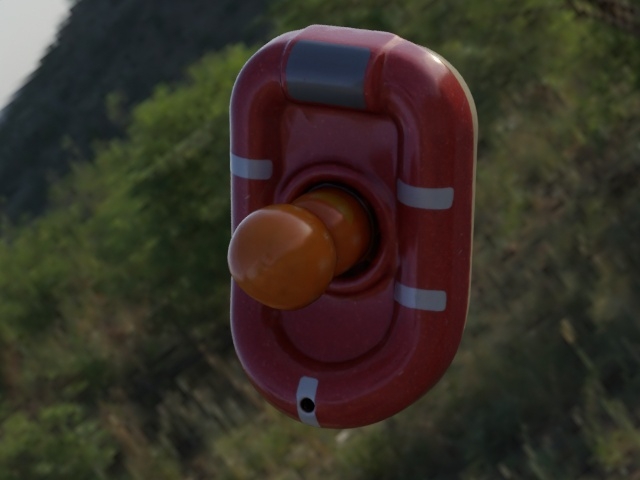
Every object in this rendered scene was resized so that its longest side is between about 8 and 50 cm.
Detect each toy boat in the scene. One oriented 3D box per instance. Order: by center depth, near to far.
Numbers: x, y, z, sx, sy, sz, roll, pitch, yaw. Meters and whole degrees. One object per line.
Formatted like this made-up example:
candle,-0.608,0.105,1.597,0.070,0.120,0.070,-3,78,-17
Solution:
toy boat,0.000,0.000,0.991,0.151,0.231,0.151,9,20,27
